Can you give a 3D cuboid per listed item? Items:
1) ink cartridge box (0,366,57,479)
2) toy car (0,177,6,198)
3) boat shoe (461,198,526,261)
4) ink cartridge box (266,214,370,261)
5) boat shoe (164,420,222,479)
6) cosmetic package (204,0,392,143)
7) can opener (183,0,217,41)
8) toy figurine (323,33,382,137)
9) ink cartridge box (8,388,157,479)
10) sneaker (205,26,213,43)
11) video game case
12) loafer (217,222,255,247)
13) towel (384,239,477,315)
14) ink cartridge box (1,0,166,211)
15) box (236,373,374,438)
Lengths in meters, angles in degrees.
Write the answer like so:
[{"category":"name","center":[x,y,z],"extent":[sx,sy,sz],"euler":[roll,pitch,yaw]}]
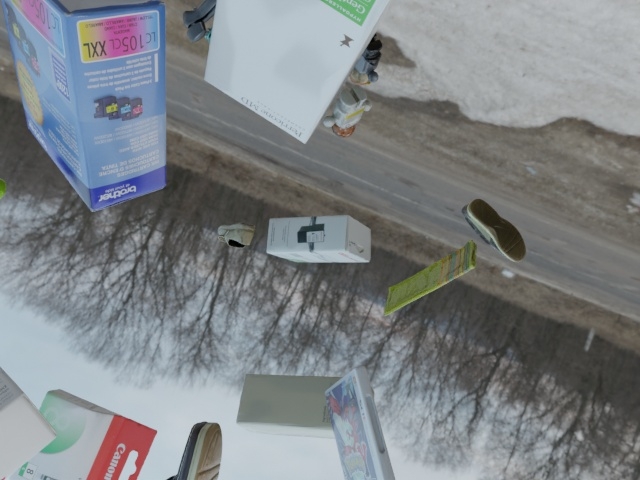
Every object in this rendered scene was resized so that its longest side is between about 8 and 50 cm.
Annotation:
[{"category":"ink cartridge box","center":[-0.521,0.259,0.736],"extent":[0.237,0.172,0.100],"euler":[16,134,40]},{"category":"toy car","center":[-0.777,-0.156,1.066],"extent":[0.189,0.148,0.155],"euler":[58,-169,23]},{"category":"boat shoe","center":[0.335,-0.019,0.998],"extent":[0.152,0.056,0.049],"euler":[48,166,-7]},{"category":"ink cartridge box","center":[0.000,0.000,1.227],"extent":[0.208,0.087,0.153],"euler":[-1,168,26]},{"category":"boat shoe","center":[-0.227,0.419,0.803],"extent":[0.092,0.286,0.103],"euler":[13,180,14]},{"category":"cosmetic package","center":[-0.016,-0.311,0.665],"extent":[0.196,0.155,0.365],"euler":[31,154,-5]},{"category":"can opener","center":[-0.264,-0.542,1.217],"extent":[0.186,0.059,0.073],"euler":[-20,107,45]},{"category":"toy figurine","center":[0.006,-0.316,1.015],"extent":[0.209,0.213,0.148],"euler":[15,162,-3]},{"category":"ink cartridge box","center":[-0.464,0.419,1.011],"extent":[0.224,0.181,0.056],"euler":[22,175,4]},{"category":"sneaker","center":[-0.280,-0.538,1.384],"extent":[0.076,0.065,0.166],"euler":[36,-174,-17]},{"category":"video game case","center":[0.060,0.330,0.891],"extent":[0.023,0.184,0.201],"euler":[-6,155,-18]},{"category":"loafer","center":[-0.195,-0.008,1.159],"extent":[0.056,0.050,0.148],"euler":[15,167,-27]},{"category":"towel","center":[0.238,0.083,1.137],"extent":[0.021,0.237,0.102],"euler":[49,-149,-11]},{"category":"ink cartridge box","center":[-0.382,-0.243,0.853],"extent":[0.270,0.151,0.396],"euler":[44,141,26]},{"category":"box","center":[-0.030,0.352,1.091],"extent":[0.274,0.113,0.094],"euler":[-2,148,19]}]
